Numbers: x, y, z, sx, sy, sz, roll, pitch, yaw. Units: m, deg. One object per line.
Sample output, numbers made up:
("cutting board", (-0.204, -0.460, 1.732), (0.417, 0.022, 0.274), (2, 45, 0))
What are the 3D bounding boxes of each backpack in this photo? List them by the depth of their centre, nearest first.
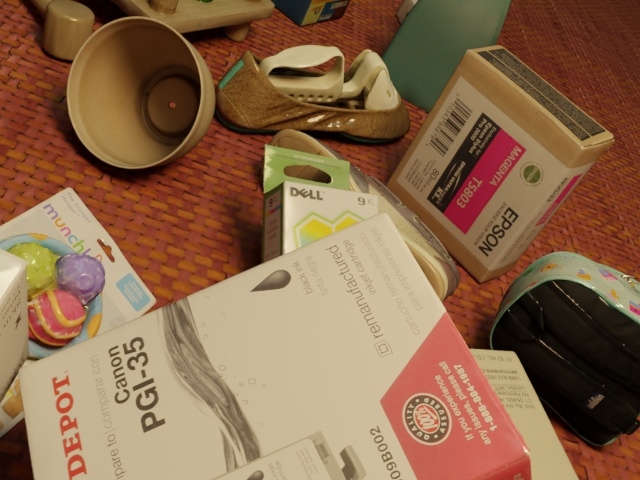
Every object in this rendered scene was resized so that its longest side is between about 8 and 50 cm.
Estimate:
("backpack", (0.287, 0.103, 0.826), (0.188, 0.166, 0.144), (32, 36, -2))

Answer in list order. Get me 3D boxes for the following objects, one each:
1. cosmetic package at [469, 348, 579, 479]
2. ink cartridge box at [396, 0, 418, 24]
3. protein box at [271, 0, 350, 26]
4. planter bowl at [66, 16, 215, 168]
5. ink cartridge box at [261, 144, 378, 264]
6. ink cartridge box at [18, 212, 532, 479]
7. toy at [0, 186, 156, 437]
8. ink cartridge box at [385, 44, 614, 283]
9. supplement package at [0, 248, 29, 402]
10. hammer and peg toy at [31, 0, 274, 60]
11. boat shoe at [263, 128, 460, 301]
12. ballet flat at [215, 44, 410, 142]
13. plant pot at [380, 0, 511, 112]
("cosmetic package", (0.124, 0.243, 0.573), (0.129, 0.153, 0.296), (6, 42, -25))
("ink cartridge box", (0.217, -0.421, 1.472), (0.099, 0.056, 0.135), (12, 40, -23))
("protein box", (-0.030, -0.522, 1.308), (0.201, 0.200, 0.136), (41, 39, 14))
("planter bowl", (-0.187, -0.159, 0.847), (0.162, 0.162, 0.109), (38, 11, 11))
("ink cartridge box", (0.000, 0.000, 0.763), (0.109, 0.062, 0.209), (7, 74, -26))
("ink cartridge box", (-0.036, 0.136, 0.500), (0.283, 0.117, 0.207), (-24, 53, -5))
("toy", (-0.232, 0.051, 0.604), (0.137, 0.056, 0.237), (56, 40, -10))
("ink cartridge box", (0.216, -0.095, 0.951), (0.088, 0.235, 0.193), (-19, 57, -44))
("supplement package", (-0.313, 0.103, 0.396), (0.204, 0.145, 0.262), (25, 56, -6))
("hammer and peg toy", (-0.264, -0.379, 1.050), (0.266, 0.127, 0.361), (42, 39, 16))
("boat shoe", (0.047, -0.025, 0.880), (0.285, 0.103, 0.092), (43, 27, 22))
("ballet flat", (0.017, -0.212, 1.046), (0.342, 0.124, 0.116), (0, 47, -34))
("plant pot", (0.222, -0.355, 1.254), (0.165, 0.234, 0.166), (30, 36, 0))
